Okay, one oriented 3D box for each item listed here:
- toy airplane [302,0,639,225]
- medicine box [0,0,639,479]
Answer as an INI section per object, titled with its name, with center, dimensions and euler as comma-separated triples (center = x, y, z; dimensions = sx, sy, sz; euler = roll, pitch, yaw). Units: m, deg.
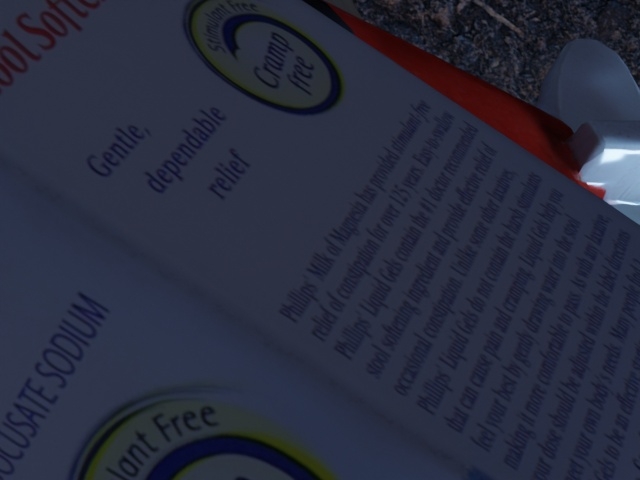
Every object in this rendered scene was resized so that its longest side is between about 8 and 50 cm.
[toy airplane]
center = 0.000, 0.000, 0.787
dimensions = 0.272, 0.384, 0.386
euler = -42, -173, 27
[medicine box]
center = -0.081, 0.057, 0.528
dimensions = 0.263, 0.289, 0.149
euler = -56, -179, 33
